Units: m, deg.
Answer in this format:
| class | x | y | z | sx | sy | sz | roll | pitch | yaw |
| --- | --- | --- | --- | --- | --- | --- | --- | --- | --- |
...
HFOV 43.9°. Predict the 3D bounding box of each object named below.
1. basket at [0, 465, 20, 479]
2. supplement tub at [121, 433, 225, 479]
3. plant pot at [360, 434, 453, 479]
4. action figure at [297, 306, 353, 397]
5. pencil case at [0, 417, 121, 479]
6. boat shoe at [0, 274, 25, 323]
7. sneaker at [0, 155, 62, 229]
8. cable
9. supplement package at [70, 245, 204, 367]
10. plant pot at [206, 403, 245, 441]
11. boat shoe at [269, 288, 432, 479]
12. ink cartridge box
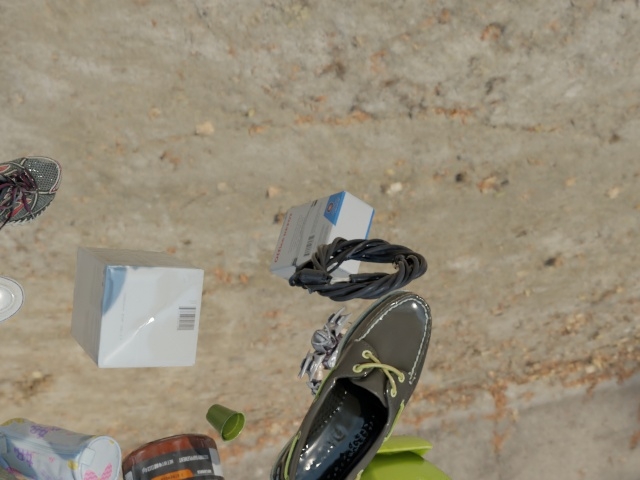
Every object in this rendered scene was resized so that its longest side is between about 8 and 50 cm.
| class | x | y | z | sx | sy | sz | roll | pitch | yaw |
| --- | --- | --- | --- | --- | --- | --- | --- | --- | --- |
| basket | -0.638 | 0.468 | 1.459 | 0.113 | 0.103 | 0.167 | 27 | 169 | 19 |
| supplement tub | -0.137 | 0.307 | 0.814 | 0.106 | 0.198 | 0.106 | -15 | 154 | -7 |
| plant pot | 0.091 | 0.434 | 1.236 | 0.227 | 0.207 | 0.228 | -45 | 147 | 24 |
| action figure | 0.056 | 0.252 | 1.561 | 0.185 | 0.099 | 0.285 | -48 | 134 | -15 |
| pencil case | -0.518 | 0.417 | 1.550 | 0.273 | 0.113 | 0.124 | 2 | 132 | 30 |
| boat shoe | -0.596 | 0.098 | 1.228 | 0.267 | 0.096 | 0.088 | 1 | 179 | -24 |
| sneaker | -0.553 | -0.079 | 1.395 | 0.112 | 0.299 | 0.121 | -31 | 99 | 31 |
| cable | 0.057 | 0.028 | 0.985 | 0.150 | 0.047 | 0.184 | 1 | -165 | 33 |
| supplement package | -0.383 | 0.130 | 1.635 | 0.197 | 0.200 | 0.262 | 4 | -174 | -29 |
| plant pot | -0.245 | 0.451 | 2.003 | 0.083 | 0.079 | 0.083 | -27 | 129 | -39 |
| boat shoe | 0.038 | 0.139 | 0.700 | 0.081 | 0.228 | 0.069 | 34 | 164 | -3 |
| ink cartridge box | 0.000 | 0.000 | 1.584 | 0.085 | 0.148 | 0.203 | 28 | 158 | -27 |
